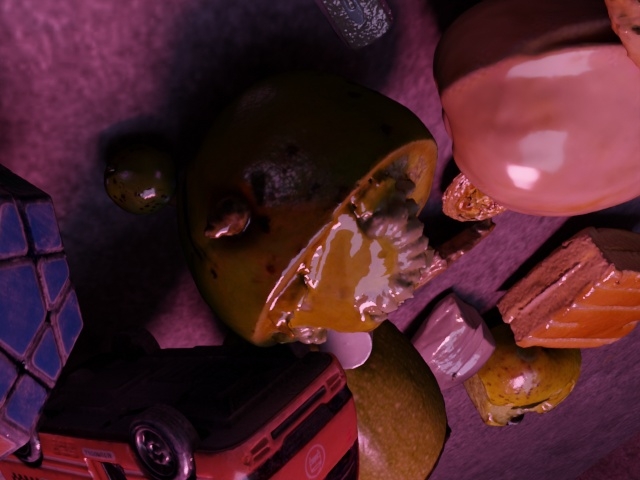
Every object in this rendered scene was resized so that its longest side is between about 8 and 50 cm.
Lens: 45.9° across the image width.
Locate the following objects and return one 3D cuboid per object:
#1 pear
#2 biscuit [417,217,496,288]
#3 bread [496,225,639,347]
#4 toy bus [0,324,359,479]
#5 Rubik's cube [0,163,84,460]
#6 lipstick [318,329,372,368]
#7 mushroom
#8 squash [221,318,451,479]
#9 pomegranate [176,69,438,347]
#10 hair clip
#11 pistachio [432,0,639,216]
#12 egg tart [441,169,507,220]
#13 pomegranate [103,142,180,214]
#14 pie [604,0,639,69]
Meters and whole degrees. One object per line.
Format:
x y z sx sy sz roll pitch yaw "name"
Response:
0.398 0.231 1.414 0.239 0.163 0.255 -20 157 -6 "pear"
0.157 0.028 1.026 0.229 0.031 0.176 -32 176 -12 "biscuit"
0.472 0.085 1.274 0.246 0.111 0.239 5 141 -31 "bread"
-0.163 0.234 0.820 0.427 0.232 0.203 -6 -162 39 "toy bus"
-0.345 0.054 0.568 0.264 0.318 0.319 -2 150 11 "Rubik's cube"
0.036 0.067 0.892 0.059 0.264 0.059 1 109 4 "lipstick"
0.162 0.224 1.339 0.159 0.122 0.329 40 115 -17 "mushroom"
0.007 0.173 1.022 0.311 0.310 0.308 -22 134 -5 "squash"
-0.001 -0.031 0.737 0.260 0.260 0.341 -35 176 15 "pomegranate"
0.020 -0.218 0.656 0.054 0.022 0.137 -32 148 13 "hair clip"
0.238 -0.138 0.730 0.309 0.229 0.229 -4 143 -26 "pistachio"
0.210 -0.075 0.974 0.129 0.049 0.128 -13 148 -8 "egg tart"
-0.169 -0.054 0.722 0.073 0.073 0.084 -24 156 -3 "pomegranate"
0.352 -0.250 0.623 0.340 0.083 0.339 -5 99 -37 "pie"
